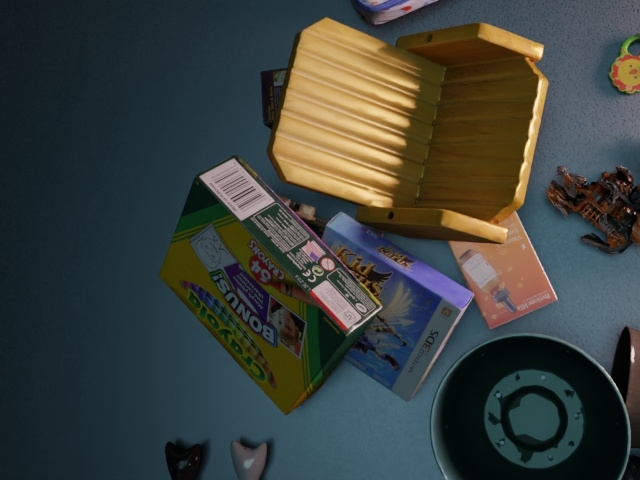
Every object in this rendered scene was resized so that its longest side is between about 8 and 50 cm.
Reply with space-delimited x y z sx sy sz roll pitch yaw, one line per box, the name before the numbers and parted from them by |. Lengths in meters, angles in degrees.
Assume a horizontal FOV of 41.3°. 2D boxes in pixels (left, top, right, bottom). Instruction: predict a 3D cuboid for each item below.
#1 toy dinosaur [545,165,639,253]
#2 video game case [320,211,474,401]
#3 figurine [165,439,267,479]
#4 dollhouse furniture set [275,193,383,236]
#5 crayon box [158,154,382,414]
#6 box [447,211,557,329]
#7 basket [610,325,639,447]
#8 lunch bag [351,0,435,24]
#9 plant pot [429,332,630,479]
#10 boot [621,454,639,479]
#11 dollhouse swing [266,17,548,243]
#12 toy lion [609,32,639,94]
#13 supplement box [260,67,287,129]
toy dinosaur | 0.558 -0.068 1.438 0.322 0.164 0.218 17 105 -4
video game case | 0.095 0.119 1.481 0.270 0.061 0.244 32 128 13
figurine | -0.189 0.475 1.573 0.215 0.092 0.209 -5 80 11
dollhouse furniture set | 0.000 0.000 1.525 0.182 0.161 0.101 19 90 14
crayon box | -0.103 0.086 1.479 0.363 0.106 0.313 46 140 13
box | 0.317 0.053 1.485 0.130 0.091 0.170 -26 80 9
basket | 0.599 0.255 1.379 0.227 0.154 0.204 7 94 9
lunch bag | 0.130 -0.573 1.570 0.243 0.115 0.303 -23 82 8
plant pot | 0.341 0.297 1.382 0.293 0.235 0.292 -2 83 16
boot | 0.487 0.462 1.416 0.247 0.094 0.207 -10 74 23
dollhouse swing | 0.140 -0.205 1.405 0.315 0.305 0.346 5 78 51
toy lion | 0.555 -0.311 1.494 0.096 0.034 0.100 -15 82 19
supplement box | -0.011 -0.270 1.590 0.188 0.081 0.104 -5 85 12
